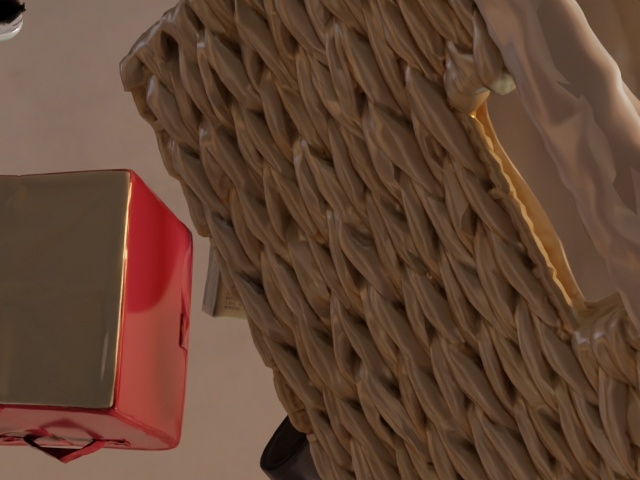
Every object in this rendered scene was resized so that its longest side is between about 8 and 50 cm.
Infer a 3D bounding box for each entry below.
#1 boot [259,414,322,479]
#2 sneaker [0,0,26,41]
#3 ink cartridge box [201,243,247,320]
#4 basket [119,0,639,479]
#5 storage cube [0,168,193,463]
[{"bbox_3d":[0.128,0.174,1.504,0.264,0.280,0.096,-54,-159,-17],"label":"boot"},{"bbox_3d":[-0.271,-0.172,1.403,0.098,0.038,0.069,-13,174,-20],"label":"sneaker"},{"bbox_3d":[0.000,0.000,2.012,0.234,0.193,0.088,8,180,-12],"label":"ink cartridge box"},{"bbox_3d":[0.149,-0.041,0.804,0.331,0.328,0.266,-24,177,-38],"label":"basket"},{"bbox_3d":[-0.212,0.059,1.447,0.183,0.193,0.215,1,-104,10],"label":"storage cube"}]
